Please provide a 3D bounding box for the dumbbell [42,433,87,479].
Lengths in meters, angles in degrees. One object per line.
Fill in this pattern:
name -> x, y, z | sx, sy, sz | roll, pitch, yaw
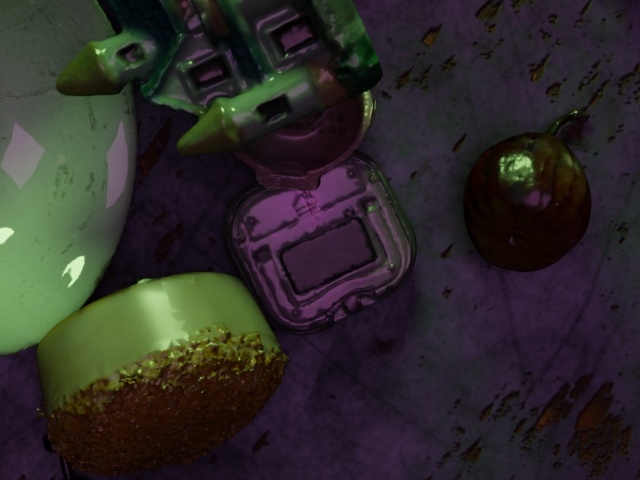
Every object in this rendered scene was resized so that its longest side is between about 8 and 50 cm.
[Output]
dumbbell -> -0.298, 0.262, 1.928 | 0.036, 0.040, 0.083 | -12, 94, 26

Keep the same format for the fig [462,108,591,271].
fig -> 0.240, -0.066, 1.912 | 0.148, 0.149, 0.202 | 0, 81, 10

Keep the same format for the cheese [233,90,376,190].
cheese -> -0.029, -0.193, 1.897 | 0.189, 0.074, 0.286 | 2, 72, -3

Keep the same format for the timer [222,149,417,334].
timer -> 0.000, 0.000, 1.931 | 0.208, 0.069, 0.191 | -28, 97, -5

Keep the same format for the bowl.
bowl -> -0.407, -0.101, 1.782 | 0.196, 0.435, 0.435 | 8, 92, 32

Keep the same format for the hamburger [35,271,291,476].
hamburger -> -0.175, 0.155, 1.818 | 0.276, 0.294, 0.179 | -15, 75, -21

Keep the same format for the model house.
model house -> -0.133, -0.220, 1.738 | 0.325, 0.194, 0.267 | -25, 107, 1
